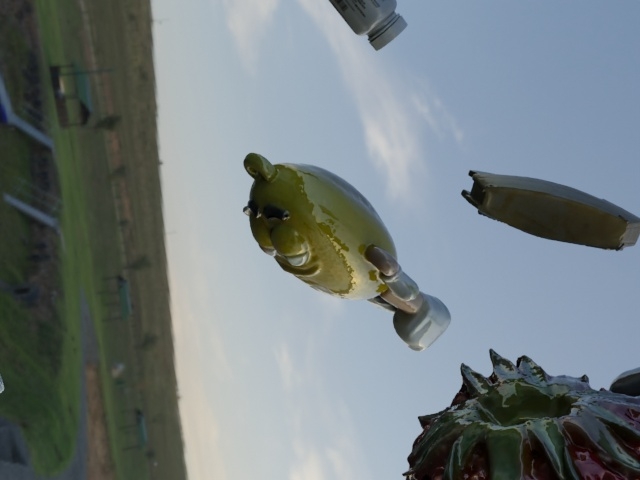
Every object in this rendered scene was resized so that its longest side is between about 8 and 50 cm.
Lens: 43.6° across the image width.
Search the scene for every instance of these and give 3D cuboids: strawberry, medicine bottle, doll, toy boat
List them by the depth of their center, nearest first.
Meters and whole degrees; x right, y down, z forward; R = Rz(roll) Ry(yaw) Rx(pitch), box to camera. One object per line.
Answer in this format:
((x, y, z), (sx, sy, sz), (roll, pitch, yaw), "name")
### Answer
((0.222, 0.303, 0.782), (0.292, 0.292, 0.344), (-152, -132, -71), "strawberry")
((0.266, -0.038, 0.924), (0.072, 0.206, 0.065), (-56, 162, -68), "toy boat")
((0.063, -0.354, 1.180), (0.140, 0.079, 0.079), (48, -9, -14), "medicine bottle")
((0.032, 0.020, 1.269), (0.161, 0.423, 0.348), (-58, -171, -12), "doll")

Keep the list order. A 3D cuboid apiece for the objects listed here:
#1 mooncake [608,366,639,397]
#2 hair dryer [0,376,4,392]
((0.620, 0.339, 1.431), (0.133, 0.244, 0.245), (-27, -112, 34), "mooncake")
((-0.404, 0.203, 0.934), (0.047, 0.081, 0.137), (48, -30, 49), "hair dryer")
